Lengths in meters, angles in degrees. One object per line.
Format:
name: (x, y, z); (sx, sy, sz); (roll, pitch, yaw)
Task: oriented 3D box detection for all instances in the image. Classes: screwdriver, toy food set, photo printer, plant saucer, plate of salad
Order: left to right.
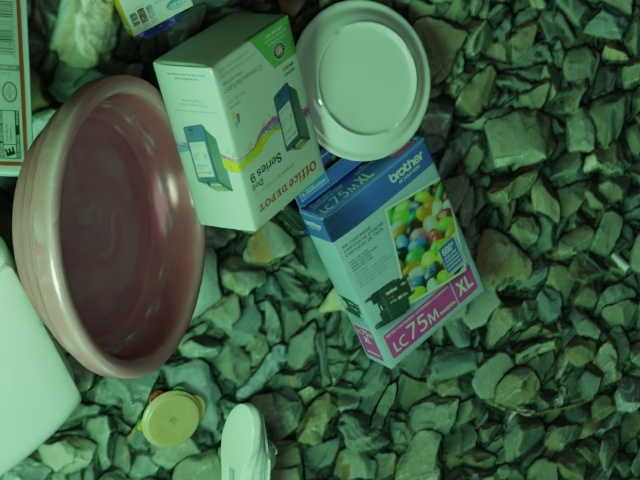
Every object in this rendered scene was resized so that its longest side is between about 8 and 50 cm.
photo printer: (-0.408, 0.161, 1.527); (0.256, 0.107, 0.307); (-36, 142, -18)
plant saucer: (-0.235, -0.015, 1.529); (0.332, 0.084, 0.332); (-2, 90, -68)
toy food set: (-0.191, 0.225, 1.771); (0.083, 0.020, 0.083); (33, 91, -35)
screwdriver: (0.000, 0.000, 1.791); (0.024, 0.025, 0.170); (-50, 124, -4)
plate of salad: (0.047, -0.198, 1.720); (0.200, 0.048, 0.199); (-1, 93, -28)

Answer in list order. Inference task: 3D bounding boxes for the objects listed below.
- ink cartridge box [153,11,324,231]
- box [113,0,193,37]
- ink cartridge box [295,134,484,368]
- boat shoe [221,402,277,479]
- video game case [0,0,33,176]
ink cartridge box: (-0.090, -0.139, 1.614); (0.154, 0.093, 0.212); (-41, 130, -42)
box: (-0.199, -0.295, 1.560); (0.081, 0.028, 0.136); (-31, 120, -16)
ink cartridge box: (0.090, -0.006, 1.808); (0.186, 0.065, 0.311); (-38, 121, -21)
boat shoe: (-0.088, 0.293, 1.833); (0.063, 0.066, 0.184); (-13, 114, -37)
video game case: (-0.436, -0.170, 1.418); (0.285, 0.025, 0.204); (0, 83, -33)
